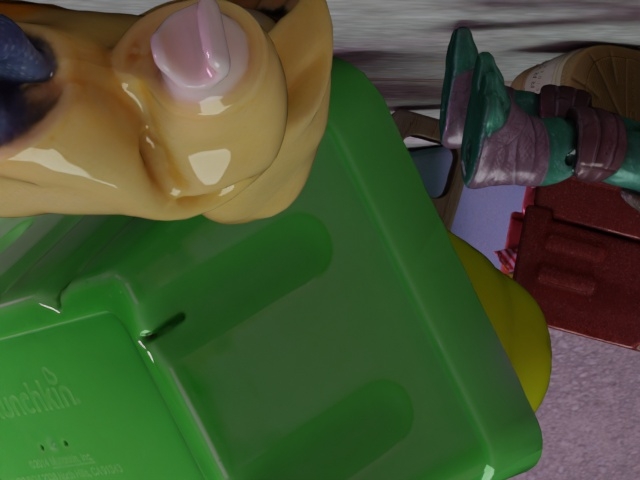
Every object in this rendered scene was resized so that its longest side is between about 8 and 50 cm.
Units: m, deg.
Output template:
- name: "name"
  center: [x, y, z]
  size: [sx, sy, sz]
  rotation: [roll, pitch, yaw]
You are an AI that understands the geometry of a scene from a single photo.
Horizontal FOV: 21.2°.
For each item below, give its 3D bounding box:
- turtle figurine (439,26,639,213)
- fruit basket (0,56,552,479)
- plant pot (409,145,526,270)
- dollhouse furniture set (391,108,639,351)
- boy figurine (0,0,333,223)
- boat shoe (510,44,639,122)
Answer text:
- name: "turtle figurine"
  center: [0.175, -0.049, 0.750]
  size: [0.234, 0.118, 0.175]
  rotation: [4, 179, -6]
- name: "fruit basket"
  center: [-0.019, 0.049, 1.017]
  size: [0.392, 0.283, 0.392]
  rotation: [-26, -171, 4]
- name: "plant pot"
  center: [0.168, -0.016, 1.635]
  size: [0.234, 0.165, 0.165]
  rotation: [7, -175, 36]
- name: "dollhouse furniture set"
  center: [0.080, -0.040, 1.260]
  size: [0.374, 0.152, 0.201]
  rotation: [15, 180, 2]
- name: "boy figurine"
  center: [-0.080, -0.049, 0.502]
  size: [0.177, 0.092, 0.285]
  rotation: [-3, 180, 39]
- name: "boat shoe"
  center: [0.168, -0.071, 0.914]
  size: [0.170, 0.063, 0.059]
  rotation: [11, 173, -42]
